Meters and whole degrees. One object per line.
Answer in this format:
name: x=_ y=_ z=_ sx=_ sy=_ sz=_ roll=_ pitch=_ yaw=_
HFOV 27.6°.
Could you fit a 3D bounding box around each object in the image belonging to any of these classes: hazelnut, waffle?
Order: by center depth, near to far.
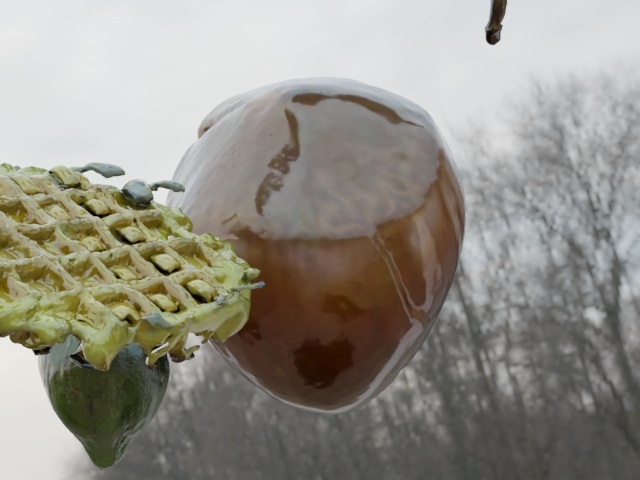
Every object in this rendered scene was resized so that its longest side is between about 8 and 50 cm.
waffle: x=-0.182 y=0.016 z=0.999 sx=0.280 sy=0.262 sz=0.060 roll=19 pitch=-63 yaw=-13
hazelnut: x=0.000 y=0.000 z=1.357 sx=0.315 sy=0.372 sz=0.372 roll=-8 pitch=-7 yaw=19

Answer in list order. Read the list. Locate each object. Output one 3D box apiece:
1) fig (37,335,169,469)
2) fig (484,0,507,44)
fig: x=-0.206 y=0.139 z=1.214 sx=0.123 sy=0.156 sz=0.123 roll=13 pitch=21 yaw=-5
fig: x=0.169 y=-0.336 z=1.308 sx=0.149 sy=0.202 sz=0.148 roll=27 pitch=-36 yaw=-14
